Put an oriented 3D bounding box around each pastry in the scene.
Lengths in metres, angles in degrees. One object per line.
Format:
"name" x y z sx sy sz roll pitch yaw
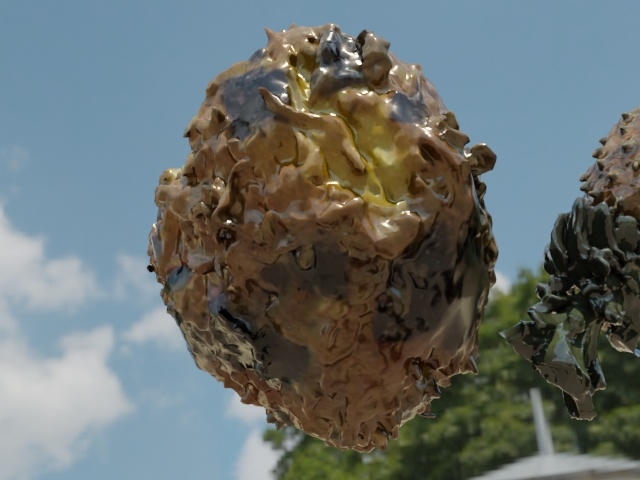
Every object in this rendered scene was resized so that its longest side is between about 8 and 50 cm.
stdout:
"pastry" 0.006 0.016 1.299 0.292 0.337 0.405 -32 -14 -31

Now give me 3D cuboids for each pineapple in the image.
"pineapple" 0.272 0.019 1.258 0.141 0.310 0.170 4 -43 44
